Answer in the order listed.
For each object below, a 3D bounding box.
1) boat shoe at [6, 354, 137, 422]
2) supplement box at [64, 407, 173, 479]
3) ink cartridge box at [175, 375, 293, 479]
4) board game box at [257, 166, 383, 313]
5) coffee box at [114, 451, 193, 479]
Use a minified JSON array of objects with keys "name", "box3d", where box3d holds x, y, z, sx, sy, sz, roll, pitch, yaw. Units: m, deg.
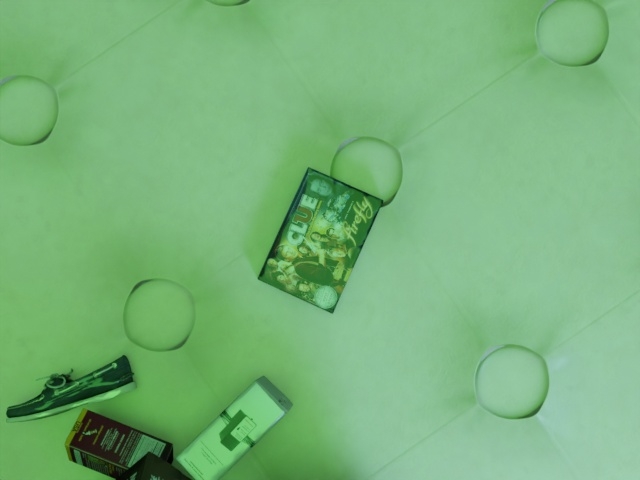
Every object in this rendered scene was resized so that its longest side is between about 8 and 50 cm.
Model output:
[{"name":"boat shoe","box3d":[-0.486,0.289,1.761,0.254,0.095,0.079,-17,88,-1]},{"name":"supplement box","box3d":[-0.380,0.403,1.735,0.188,0.104,0.081,21,59,3]},{"name":"ink cartridge box","box3d":[-0.158,0.358,1.718,0.208,0.153,0.087,-44,85,-2]},{"name":"board game box","box3d":[0.000,0.000,1.789,0.165,0.042,0.243,24,87,3]},{"name":"coffee box","box3d":[-0.366,0.537,1.635,0.119,0.168,0.297,39,117,-19]}]
